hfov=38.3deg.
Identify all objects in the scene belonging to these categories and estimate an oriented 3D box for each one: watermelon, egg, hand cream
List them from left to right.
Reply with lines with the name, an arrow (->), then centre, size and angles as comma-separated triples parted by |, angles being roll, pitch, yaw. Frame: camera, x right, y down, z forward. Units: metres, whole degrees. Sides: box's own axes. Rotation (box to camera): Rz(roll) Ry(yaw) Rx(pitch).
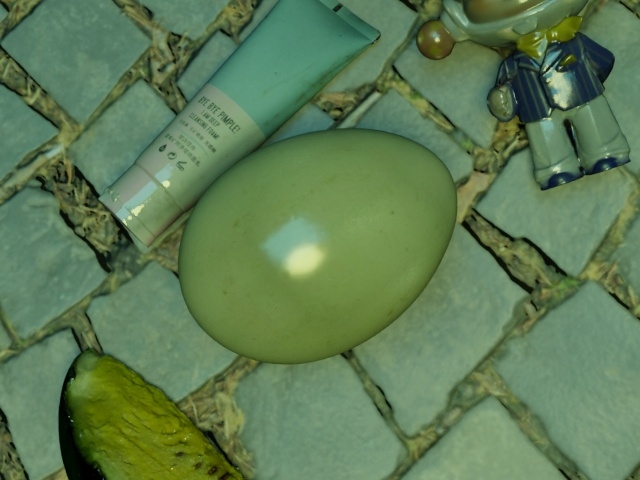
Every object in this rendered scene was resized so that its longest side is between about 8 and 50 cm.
watermelon -> -0.144, 0.220, 0.835 | 0.301, 0.123, 0.129 | 38, 55, 15
hand cream -> -0.085, -0.129, 0.909 | 0.111, 0.070, 0.312 | 42, 80, 16
egg -> 0.000, 0.000, 0.792 | 0.253, 0.188, 0.188 | -30, 75, -4

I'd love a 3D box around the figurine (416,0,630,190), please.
figurine -> 0.207, -0.190, 0.834 | 0.194, 0.133, 0.274 | -43, 80, 23
